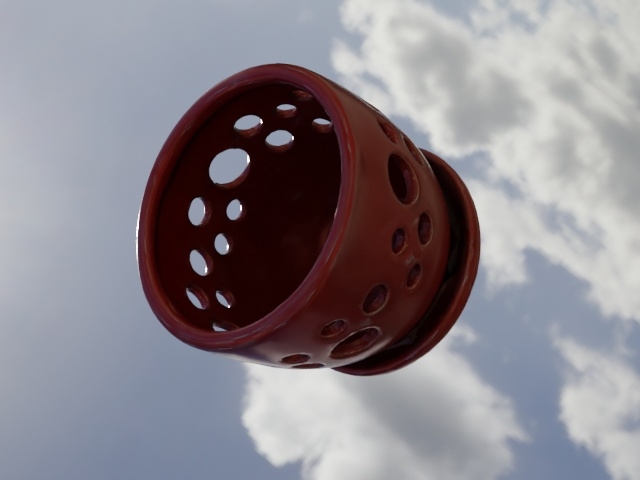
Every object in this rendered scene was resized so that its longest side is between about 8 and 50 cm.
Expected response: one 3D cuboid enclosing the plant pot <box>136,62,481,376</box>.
[{"bbox_3d":[0.000,0.000,0.885,0.174,0.191,0.191,26,-158,-46],"label":"plant pot"}]
